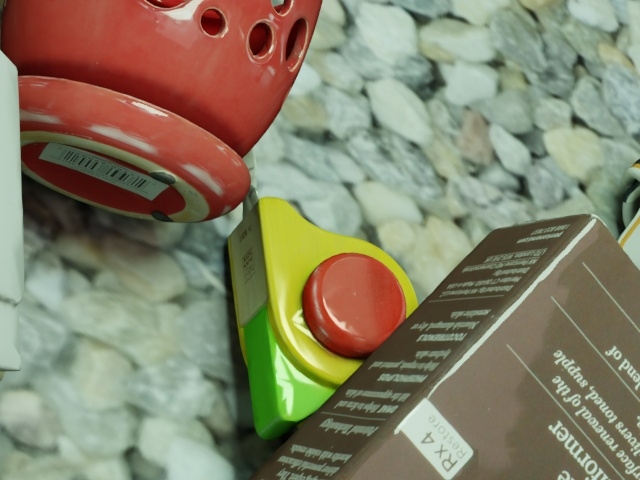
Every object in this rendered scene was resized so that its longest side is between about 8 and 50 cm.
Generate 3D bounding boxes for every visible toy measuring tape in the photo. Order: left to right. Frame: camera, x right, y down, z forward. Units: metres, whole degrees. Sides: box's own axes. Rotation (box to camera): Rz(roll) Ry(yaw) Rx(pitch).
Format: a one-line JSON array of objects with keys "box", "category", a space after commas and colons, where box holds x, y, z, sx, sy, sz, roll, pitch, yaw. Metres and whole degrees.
[{"box": [0.000, 0.000, 0.975, 0.121, 0.121, 0.330, 7, 63, -32], "category": "toy measuring tape"}]

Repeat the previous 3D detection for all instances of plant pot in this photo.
[{"box": [-0.109, -0.113, 0.888, 0.191, 0.191, 0.174, 24, 73, -26], "category": "plant pot"}]

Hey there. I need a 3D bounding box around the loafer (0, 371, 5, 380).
[{"box": [-0.232, -0.029, 0.826, 0.092, 0.102, 0.268, -20, 91, -53], "category": "loafer"}]

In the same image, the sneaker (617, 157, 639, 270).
[{"box": [0.325, -0.042, 1.202, 0.321, 0.127, 0.126, -34, 102, -61], "category": "sneaker"}]

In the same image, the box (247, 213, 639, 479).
[{"box": [0.064, 0.178, 0.829, 0.381, 0.143, 0.191, -45, 101, -16], "category": "box"}]

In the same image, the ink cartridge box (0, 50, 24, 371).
[{"box": [-0.272, -0.019, 0.680, 0.232, 0.171, 0.168, -2, 83, 2], "category": "ink cartridge box"}]
